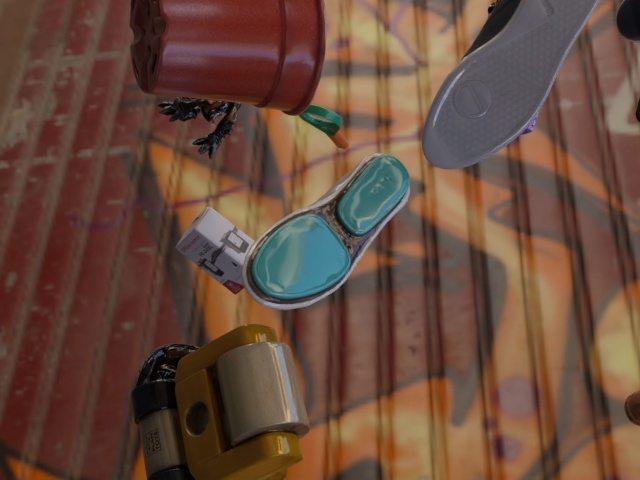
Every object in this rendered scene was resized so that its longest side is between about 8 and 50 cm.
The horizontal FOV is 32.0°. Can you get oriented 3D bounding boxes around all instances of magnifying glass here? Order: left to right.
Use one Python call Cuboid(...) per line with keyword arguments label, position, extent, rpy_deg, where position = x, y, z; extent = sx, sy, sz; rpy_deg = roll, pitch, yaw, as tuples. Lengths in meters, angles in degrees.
Cuboid(label="magnifying glass", position=(0.018, -0.241, 2.375), extent=(0.231, 0.092, 0.026), rpy_deg=(44, 63, -68))

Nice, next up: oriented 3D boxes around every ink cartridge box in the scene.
Cuboid(label="ink cartridge box", position=(-0.183, 0.020, 2.080), extent=(0.109, 0.150, 0.063), rpy_deg=(-37, -162, 56))

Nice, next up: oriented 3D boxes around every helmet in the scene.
Cuboid(label="helmet", position=(-0.272, 0.294, 2.106), extent=(0.169, 0.169, 0.161), rpy_deg=(-81, -179, -62))

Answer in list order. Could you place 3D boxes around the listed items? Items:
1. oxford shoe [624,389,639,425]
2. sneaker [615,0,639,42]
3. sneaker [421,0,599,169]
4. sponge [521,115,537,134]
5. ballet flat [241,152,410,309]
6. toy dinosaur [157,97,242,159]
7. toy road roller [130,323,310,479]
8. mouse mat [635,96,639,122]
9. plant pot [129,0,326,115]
Cuboid(label="oxford shoe", position=(0.561, 0.218, 1.657), extent=(0.076, 0.212, 0.076), rpy_deg=(87, -21, -71))
Cuboid(label="sneaker", position=(0.651, -0.454, 2.018), extent=(0.127, 0.321, 0.126), rpy_deg=(-8, 80, -43))
Cuboid(label="sneaker", position=(0.213, -0.211, 1.269), extent=(0.295, 0.105, 0.147), rpy_deg=(-56, -173, 10))
Cuboid(label="sponge", position=(0.334, -0.263, 1.885), extent=(0.031, 0.117, 0.210), rpy_deg=(34, 64, -28))
Cuboid(label="ballet flat", position=(0.000, 0.000, 1.750), extent=(0.400, 0.139, 0.139), rpy_deg=(-43, 135, -40))
Cuboid(label="toy dinosaur", position=(-0.215, -0.310, 2.443), extent=(0.322, 0.218, 0.164), rpy_deg=(9, 39, -52))
Cuboid(label="toy road roller", position=(-0.119, 0.286, 1.717), extent=(0.241, 0.329, 0.202), rpy_deg=(16, 51, -46))
Cuboid(label="mouse mat", position=(0.494, -0.218, 1.414), extent=(0.007, 0.153, 0.189), rpy_deg=(65, 41, -77))
Cuboid(label="plant pot", position=(-0.165, -0.343, 1.846), extent=(0.272, 0.265, 0.272), rpy_deg=(178, -90, -66))
